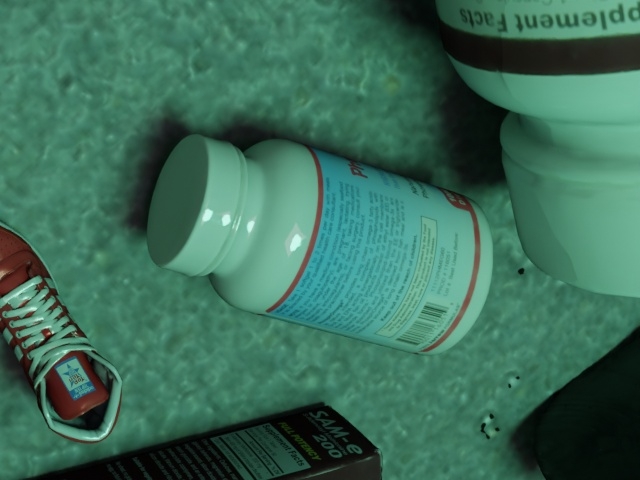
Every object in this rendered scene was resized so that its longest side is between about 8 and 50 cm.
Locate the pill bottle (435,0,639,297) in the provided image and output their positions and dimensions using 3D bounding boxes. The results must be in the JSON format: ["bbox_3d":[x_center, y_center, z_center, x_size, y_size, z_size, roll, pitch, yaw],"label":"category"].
[{"bbox_3d":[0.150,-0.187,0.631,0.224,0.224,0.392,-22,114,-18],"label":"pill bottle"}]

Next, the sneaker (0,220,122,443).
[{"bbox_3d":[-0.131,0.044,0.658,0.042,0.067,0.118,-34,117,-13],"label":"sneaker"}]

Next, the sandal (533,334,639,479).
[{"bbox_3d":[0.313,0.010,0.799,0.445,0.167,0.107,-35,121,-11],"label":"sandal"}]

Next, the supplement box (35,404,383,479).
[{"bbox_3d":[-0.085,0.180,0.718,0.239,0.073,0.130,-11,111,-21],"label":"supplement box"}]

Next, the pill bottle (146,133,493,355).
[{"bbox_3d":[0.000,0.000,0.695,0.160,0.087,0.087,16,98,-28],"label":"pill bottle"}]
